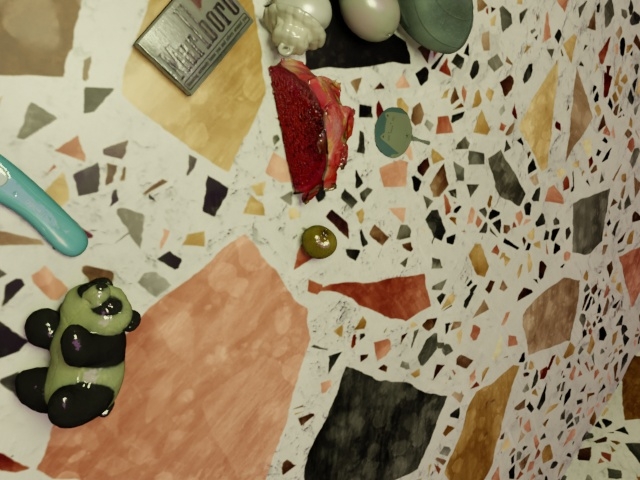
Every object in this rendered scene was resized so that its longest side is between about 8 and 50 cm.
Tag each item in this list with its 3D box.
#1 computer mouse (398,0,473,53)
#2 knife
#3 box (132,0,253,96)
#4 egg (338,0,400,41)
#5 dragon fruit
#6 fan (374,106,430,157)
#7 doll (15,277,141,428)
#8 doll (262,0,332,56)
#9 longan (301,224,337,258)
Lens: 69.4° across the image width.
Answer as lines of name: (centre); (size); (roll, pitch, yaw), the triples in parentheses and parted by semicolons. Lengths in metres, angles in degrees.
computer mouse: (0.187, -0.538, 0.897); (0.121, 0.188, 0.371); (-27, 118, -12)
knife: (-0.438, -0.056, 0.682); (0.064, 0.031, 0.222); (-50, 126, -19)
box: (-0.207, -0.344, 0.765); (0.115, 0.036, 0.177); (43, 77, -32)
egg: (0.096, -0.450, 0.900); (0.135, 0.103, 0.103); (29, 84, -34)
dragon fruit: (0.011, -0.207, 0.864); (0.126, 0.161, 0.274); (-19, 109, -26)
fan: (0.193, -0.243, 1.069); (0.175, 0.005, 0.113); (6, 97, -34)
doll: (-0.371, 0.173, 0.720); (0.135, 0.143, 0.234); (1, 100, -58)
doll: (-0.014, -0.458, 0.826); (0.138, 0.119, 0.293); (21, 83, -11)
longan: (0.000, 0.000, 0.951); (0.075, 0.083, 0.075); (12, 58, -20)
